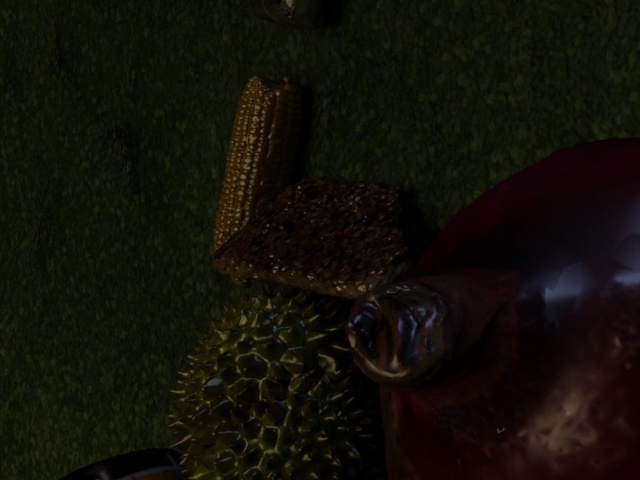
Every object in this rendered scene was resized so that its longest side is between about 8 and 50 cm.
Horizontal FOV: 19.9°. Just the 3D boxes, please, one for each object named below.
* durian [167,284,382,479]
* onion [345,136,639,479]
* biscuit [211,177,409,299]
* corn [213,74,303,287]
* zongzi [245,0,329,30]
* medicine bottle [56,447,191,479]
[{"bbox_3d":[-0.034,0.148,1.600,0.200,0.176,0.236,11,88,33],"label":"durian"},{"bbox_3d":[0.156,0.088,1.165,0.348,0.385,0.347,-15,68,40],"label":"onion"},{"bbox_3d":[0.010,-0.007,1.576,0.237,0.131,0.026,8,135,54],"label":"biscuit"},{"bbox_3d":[-0.059,-0.055,1.709,0.068,0.068,0.207,27,113,50],"label":"corn"},{"bbox_3d":[-0.026,-0.274,1.679,0.130,0.062,0.154,27,106,63],"label":"zongzi"},{"bbox_3d":[-0.131,0.402,1.684,0.395,0.242,0.242,55,132,23],"label":"medicine bottle"}]
